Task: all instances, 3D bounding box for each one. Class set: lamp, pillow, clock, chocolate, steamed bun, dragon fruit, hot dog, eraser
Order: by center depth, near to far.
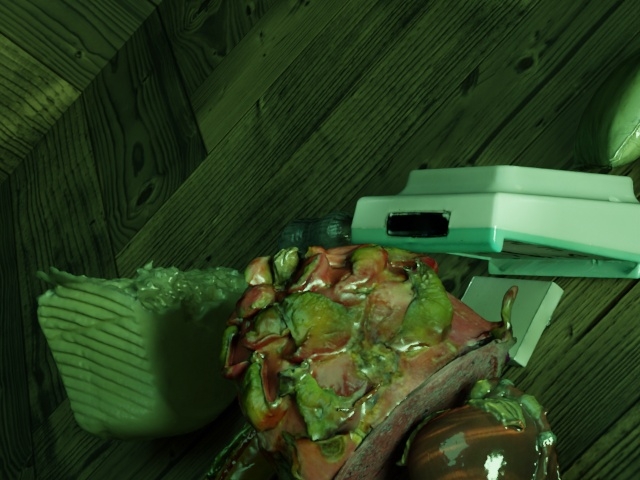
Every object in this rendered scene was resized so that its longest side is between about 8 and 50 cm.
[{"bbox_3d":[0.150,0.254,1.630,0.215,0.151,0.223,-32,36,42],"label":"lamp"},{"bbox_3d":[0.024,0.126,1.759,0.314,0.296,0.263,-36,64,-25],"label":"dragon fruit"},{"bbox_3d":[0.199,-0.027,1.776,0.262,0.231,0.116,-2,81,58],"label":"clock"},{"bbox_3d":[0.349,-0.155,1.782,0.185,0.075,0.302,-56,0,2],"label":"pillow"},{"bbox_3d":[0.205,0.093,1.869,0.150,0.023,0.103,3,60,59],"label":"eraser"},{"bbox_3d":[-0.084,0.271,2.072,0.235,0.062,0.092,-53,31,2],"label":"hot dog"},{"bbox_3d":[0.000,0.000,2.248,0.167,0.072,0.072,-8,51,51],"label":"chocolate"},{"bbox_3d":[-0.214,0.135,2.279,0.272,0.273,0.290,-18,10,-35],"label":"steamed bun"}]
